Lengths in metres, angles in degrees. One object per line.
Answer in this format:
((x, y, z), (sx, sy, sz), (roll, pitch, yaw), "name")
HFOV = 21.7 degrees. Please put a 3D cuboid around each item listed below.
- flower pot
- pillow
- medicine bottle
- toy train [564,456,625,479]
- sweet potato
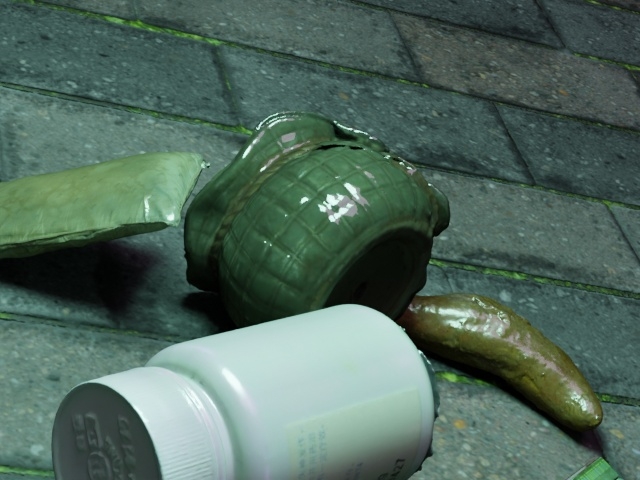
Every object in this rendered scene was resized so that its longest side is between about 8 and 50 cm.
((0.000, 0.000, 2.008), (0.213, 0.302, 0.302), (40, 35, 27), "flower pot")
((-0.285, -0.041, 1.961), (0.302, 0.075, 0.185), (-8, 25, 11), "pillow")
((-0.071, 0.197, 1.727), (0.378, 0.213, 0.213), (-10, 46, -44), "medicine bottle")
((0.319, 0.309, 1.990), (0.071, 0.038, 0.148), (39, 34, 21), "toy train")
((0.217, 0.129, 2.137), (0.341, 0.092, 0.114), (28, 48, 7), "sweet potato")
